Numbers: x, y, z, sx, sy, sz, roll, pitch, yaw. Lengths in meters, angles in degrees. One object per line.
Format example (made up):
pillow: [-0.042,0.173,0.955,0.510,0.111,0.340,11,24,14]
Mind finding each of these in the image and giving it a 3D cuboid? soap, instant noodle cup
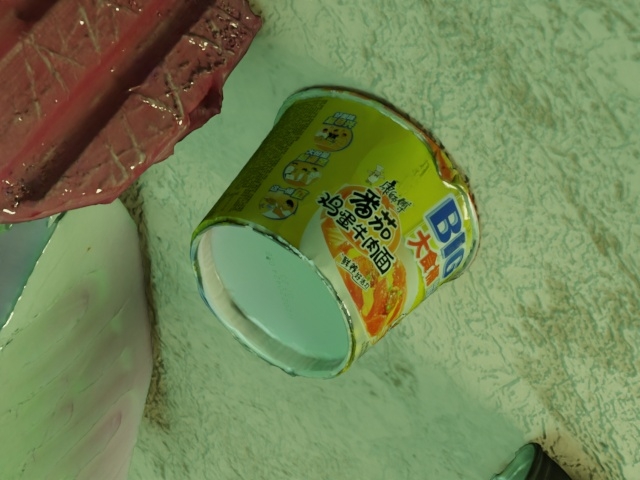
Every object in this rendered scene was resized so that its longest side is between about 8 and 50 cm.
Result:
soap: [-0.200,-0.131,1.415,0.127,0.325,0.220,-12,121,47]
instant noodle cup: [0.000,0.000,1.507,0.205,0.153,0.205,28,142,24]
soap: [-0.290,0.108,1.824,0.156,0.261,0.446,26,142,24]

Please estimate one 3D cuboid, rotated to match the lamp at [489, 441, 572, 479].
lamp: [0.232,0.288,1.615,0.227,0.147,0.172,35,123,-2]
